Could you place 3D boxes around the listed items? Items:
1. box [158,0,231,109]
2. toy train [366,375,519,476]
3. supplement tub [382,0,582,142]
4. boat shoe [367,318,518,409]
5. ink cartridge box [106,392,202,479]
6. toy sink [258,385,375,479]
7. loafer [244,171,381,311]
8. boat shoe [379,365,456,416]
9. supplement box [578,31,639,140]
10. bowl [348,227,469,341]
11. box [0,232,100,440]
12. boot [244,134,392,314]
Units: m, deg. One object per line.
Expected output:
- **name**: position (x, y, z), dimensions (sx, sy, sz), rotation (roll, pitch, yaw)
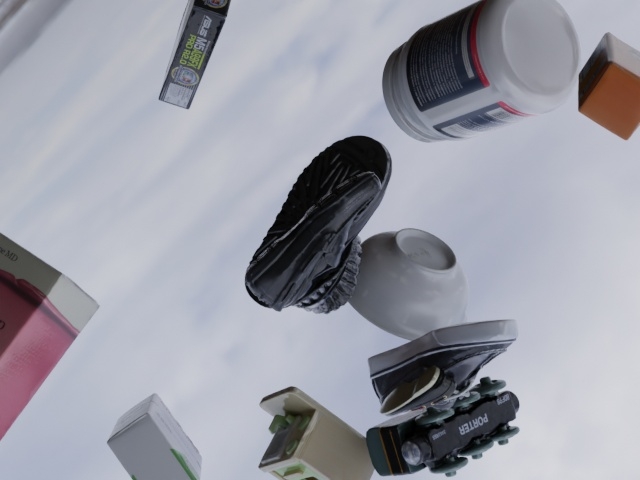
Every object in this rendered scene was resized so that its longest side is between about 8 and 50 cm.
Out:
- **box**: position (-0.201, -0.387, 2.118), dimensions (0.270, 0.060, 0.216), rotation (124, -19, -55)
- **toy train**: position (0.243, 0.364, 2.401), dimensions (0.190, 0.142, 0.334), rotation (-15, -178, 44)
- **supplement tub**: position (0.238, -0.257, 1.860), dimensions (0.272, 0.191, 0.191), rotation (-15, -143, 55)
- **boat shoe**: position (0.171, 0.181, 1.711), dimensions (0.301, 0.108, 0.102), rotation (-28, -112, 51)
- **ink cartridge box**: position (-0.290, 0.374, 2.190), dimensions (0.092, 0.160, 0.219), rotation (-35, -176, -3)
- **toy sink**: position (-0.026, 0.417, 2.442), dimensions (0.153, 0.234, 0.131), rotation (-30, -154, 54)
- **loafer**: position (0.000, 0.000, 1.613), dimensions (0.223, 0.078, 0.076), rotation (-43, -173, 3)
- **boat shoe**: position (0.127, 0.209, 1.638), dimensions (0.133, 0.042, 0.049), rotation (-37, -157, 46)
- **supplement box**: position (0.381, -0.202, 1.580), dimensions (0.080, 0.078, 0.233), rotation (-59, 179, 24)
- **bowl**: position (0.194, 0.068, 2.568), dimensions (0.298, 0.298, 0.134), rotation (-79, -169, -59)
- **box**: position (-0.422, 0.121, 1.572), dimensions (0.232, 0.148, 0.127), rotation (-56, 157, -12)
- **boot**: position (0.029, -0.021, 2.112), dimensions (0.348, 0.131, 0.260), rotation (-50, 159, 13)
